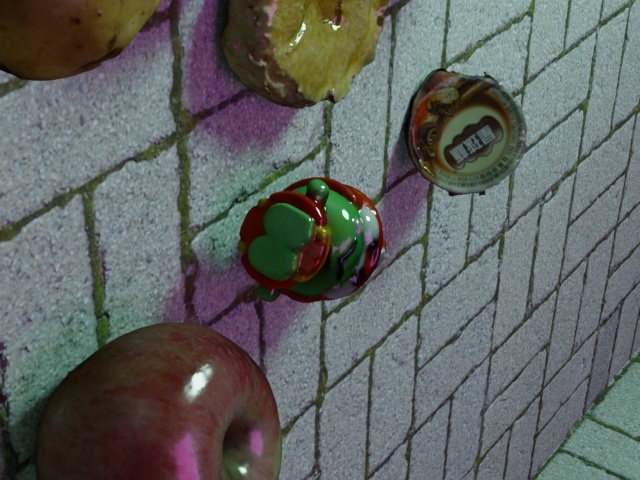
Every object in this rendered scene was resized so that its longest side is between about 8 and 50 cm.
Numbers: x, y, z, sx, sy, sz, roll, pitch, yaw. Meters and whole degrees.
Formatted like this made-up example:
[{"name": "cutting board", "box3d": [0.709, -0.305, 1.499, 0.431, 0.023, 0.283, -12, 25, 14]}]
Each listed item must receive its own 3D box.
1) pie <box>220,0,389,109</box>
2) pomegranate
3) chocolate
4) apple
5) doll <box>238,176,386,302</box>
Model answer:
[{"name": "pie", "box3d": [-0.002, -0.327, 1.670, 0.339, 0.083, 0.339, -35, 136, -43]}, {"name": "pomegranate", "box3d": [-0.256, -0.264, 1.102, 0.260, 0.260, 0.260, -39, 141, -41]}, {"name": "chocolate", "box3d": [0.242, -0.191, 2.130, 0.147, 0.221, 0.221, -70, 175, -75]}, {"name": "apple", "box3d": [-0.206, 0.256, 1.572, 0.345, 0.269, 0.345, 0, 90, -65]}, {"name": "doll", "box3d": [0.001, 0.000, 1.827, 0.363, 0.160, 0.183, 7, 105, -63]}]
